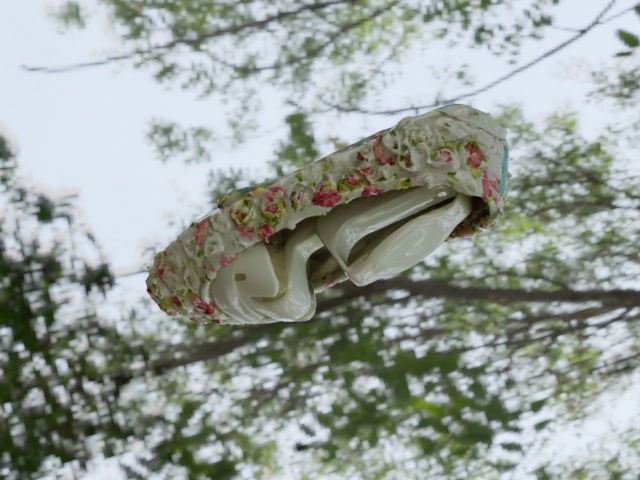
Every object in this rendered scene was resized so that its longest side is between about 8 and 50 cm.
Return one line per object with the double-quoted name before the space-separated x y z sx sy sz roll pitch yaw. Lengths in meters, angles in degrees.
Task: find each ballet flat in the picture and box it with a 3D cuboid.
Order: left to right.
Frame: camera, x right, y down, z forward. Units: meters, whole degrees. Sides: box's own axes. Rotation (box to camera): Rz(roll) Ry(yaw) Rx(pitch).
"ballet flat" 0.000 0.000 0.754 0.241 0.091 0.077 -29 -134 20
